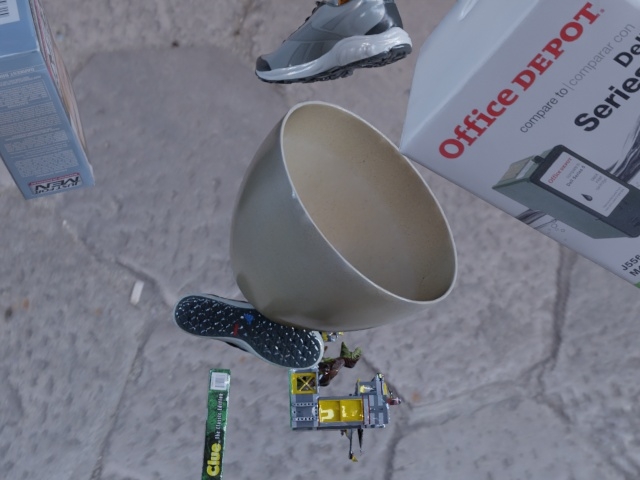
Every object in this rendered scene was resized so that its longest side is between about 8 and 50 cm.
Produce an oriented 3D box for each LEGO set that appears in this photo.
[{"bbox_3d":[0.040,0.236,1.796,0.192,0.331,0.254,-1,67,-2],"label":"LEGO set"}]

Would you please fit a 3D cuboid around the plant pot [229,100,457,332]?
[{"bbox_3d":[0.000,0.000,1.240,0.284,0.191,0.284,32,37,-28],"label":"plant pot"}]

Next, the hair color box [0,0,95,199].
[{"bbox_3d":[-0.411,-0.222,1.404,0.114,0.374,0.185,-13,69,-8],"label":"hair color box"}]

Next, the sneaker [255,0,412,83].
[{"bbox_3d":[0.011,-0.272,1.377,0.100,0.272,0.107,-15,94,-43],"label":"sneaker"}]

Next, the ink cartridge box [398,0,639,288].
[{"bbox_3d":[0.220,-0.088,0.702,0.273,0.198,0.114,27,48,-14],"label":"ink cartridge box"}]

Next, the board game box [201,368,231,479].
[{"bbox_3d":[-0.138,0.239,1.337,0.030,0.259,0.136,7,80,-6],"label":"board game box"}]

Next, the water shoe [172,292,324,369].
[{"bbox_3d":[-0.092,0.110,1.342,0.203,0.080,0.072,20,91,-5],"label":"water shoe"}]
